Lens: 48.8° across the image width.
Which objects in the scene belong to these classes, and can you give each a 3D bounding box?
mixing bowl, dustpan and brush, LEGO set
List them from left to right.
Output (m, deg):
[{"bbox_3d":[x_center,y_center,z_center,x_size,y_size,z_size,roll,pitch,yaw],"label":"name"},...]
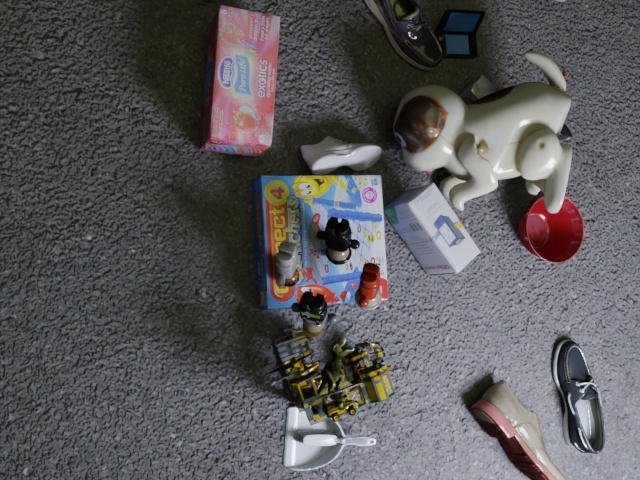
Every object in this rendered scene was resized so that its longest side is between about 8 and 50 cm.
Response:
[{"bbox_3d":[0.016,0.262,1.561,0.254,0.331,0.192,-19,91,1],"label":"LEGO set"},{"bbox_3d":[0.025,0.470,1.665,0.211,0.060,0.147,6,85,-19],"label":"dustpan and brush"},{"bbox_3d":[0.597,-0.028,1.881,0.181,0.098,0.182,2,85,-20],"label":"mixing bowl"}]

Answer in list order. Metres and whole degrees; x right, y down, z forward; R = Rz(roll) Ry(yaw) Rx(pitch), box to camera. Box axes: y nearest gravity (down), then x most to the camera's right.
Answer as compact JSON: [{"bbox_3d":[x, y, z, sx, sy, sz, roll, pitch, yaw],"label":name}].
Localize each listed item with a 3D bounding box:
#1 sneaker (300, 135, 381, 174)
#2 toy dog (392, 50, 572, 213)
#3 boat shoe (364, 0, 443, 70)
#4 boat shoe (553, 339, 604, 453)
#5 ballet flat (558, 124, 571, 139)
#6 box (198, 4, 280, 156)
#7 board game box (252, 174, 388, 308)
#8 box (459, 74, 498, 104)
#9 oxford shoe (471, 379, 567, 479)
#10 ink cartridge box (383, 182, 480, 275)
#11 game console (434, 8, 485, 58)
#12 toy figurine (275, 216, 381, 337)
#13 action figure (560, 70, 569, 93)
[{"bbox_3d":[0.051,-0.221,1.719,0.212,0.080,0.094,-10,49,-32],"label":"sneaker"},{"bbox_3d":[0.379,-0.257,1.704,0.407,0.285,0.396,6,115,1],"label":"toy dog"},{"bbox_3d":[0.216,-0.557,1.782,0.103,0.092,0.285,-42,101,-18],"label":"boat shoe"},{"bbox_3d":[0.705,0.418,1.894,0.114,0.091,0.303,-12,91,-20],"label":"boat shoe"},{"bbox_3d":[0.621,-0.311,1.945,0.173,0.049,0.058,12,54,-23],"label":"ballet flat"},{"bbox_3d":[-0.185,-0.353,1.595,0.142,0.154,0.300,5,86,-19],"label":"box"},{"bbox_3d":[0.000,0.000,1.673,0.301,0.086,0.308,-3,87,-20],"label":"board game box"},{"bbox_3d":[0.507,-0.302,1.884,0.324,0.067,0.063,43,75,-13],"label":"box"},{"bbox_3d":[0.543,0.512,1.817,0.130,0.123,0.348,-44,102,-22],"label":"oxford shoe"},{"bbox_3d":[0.270,-0.023,1.734,0.093,0.154,0.212,-37,98,-19],"label":"ink cartridge box"},{"bbox_3d":[0.369,-0.539,1.847,0.122,0.071,0.107,-4,88,-19],"label":"game console"},{"bbox_3d":[0.014,0.080,1.525,0.209,0.148,0.213,-27,63,-14],"label":"toy figurine"},{"bbox_3d":[0.670,-0.415,1.970,0.038,0.030,0.115,15,84,-23],"label":"action figure"}]
